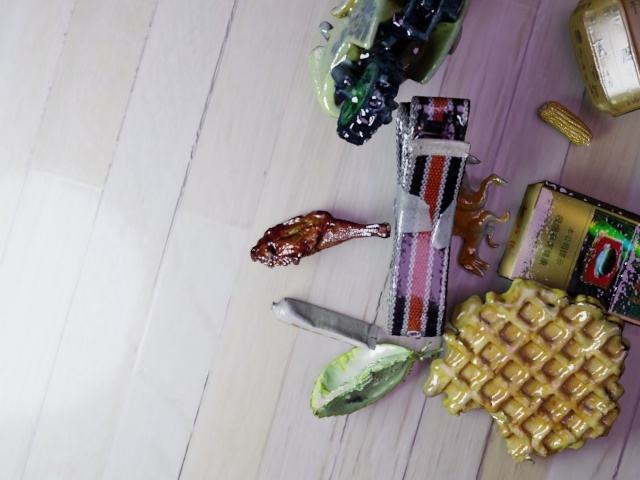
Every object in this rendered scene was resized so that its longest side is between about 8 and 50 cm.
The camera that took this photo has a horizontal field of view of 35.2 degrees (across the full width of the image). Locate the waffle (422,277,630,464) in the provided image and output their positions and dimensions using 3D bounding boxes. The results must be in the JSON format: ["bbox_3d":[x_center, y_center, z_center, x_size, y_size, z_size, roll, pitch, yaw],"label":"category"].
[{"bbox_3d":[0.315,0.199,1.508,0.300,0.058,0.282,16,105,-4],"label":"waffle"}]

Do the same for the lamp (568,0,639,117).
[{"bbox_3d":[0.458,-0.286,1.486,0.161,0.161,0.185,-18,91,-7],"label":"lamp"}]

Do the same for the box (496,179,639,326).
[{"bbox_3d":[0.408,0.022,1.531,0.240,0.071,0.159,19,87,-8],"label":"box"}]

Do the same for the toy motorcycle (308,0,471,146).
[{"bbox_3d":[0.109,-0.319,1.396,0.168,0.237,0.410,29,85,-23],"label":"toy motorcycle"}]

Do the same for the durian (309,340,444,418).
[{"bbox_3d":[0.075,0.201,1.475,0.215,0.100,0.086,-28,97,-15],"label":"durian"}]

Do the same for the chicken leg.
[{"bbox_3d":[-0.003,-0.003,1.465,0.205,0.093,0.053,-22,123,1],"label":"chicken leg"}]

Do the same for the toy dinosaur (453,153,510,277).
[{"bbox_3d":[0.202,-0.060,1.516,0.212,0.057,0.142,38,102,2],"label":"toy dinosaur"}]

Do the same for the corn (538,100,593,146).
[{"bbox_3d":[0.375,-0.178,1.536,0.092,0.037,0.037,39,86,-8],"label":"corn"}]

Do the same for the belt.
[{"bbox_3d":[0.150,-0.030,1.446,0.094,0.126,0.359,2,107,-7],"label":"belt"}]

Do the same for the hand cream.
[{"bbox_3d":[0.006,0.121,1.488,0.165,0.057,0.037,19,125,-6],"label":"hand cream"}]
